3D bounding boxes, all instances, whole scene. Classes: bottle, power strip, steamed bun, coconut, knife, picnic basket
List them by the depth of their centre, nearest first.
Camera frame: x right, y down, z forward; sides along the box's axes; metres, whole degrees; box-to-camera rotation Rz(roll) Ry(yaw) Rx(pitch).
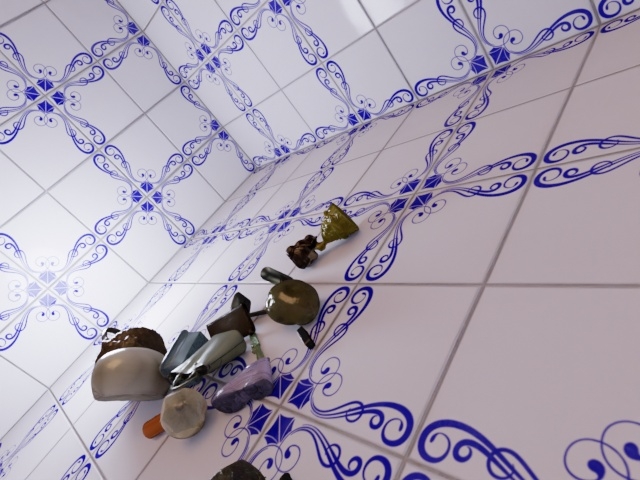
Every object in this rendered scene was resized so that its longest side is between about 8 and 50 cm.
[{"bbox_3d":[-0.467,0.590,1.470,0.161,0.161,0.162,-54,-11,-29],"label":"coconut"},{"bbox_3d":[-0.051,0.335,1.479,0.029,0.038,0.111,-43,23,-4],"label":"power strip"},{"bbox_3d":[-0.585,0.680,1.629,0.187,0.069,0.069,-32,24,14],"label":"bottle"},{"bbox_3d":[-0.243,0.418,1.641,0.043,0.020,0.293,-42,23,-1],"label":"knife"},{"bbox_3d":[-0.787,0.560,1.810,0.324,0.324,0.206,-23,60,34],"label":"steamed bun"},{"bbox_3d":[-0.931,0.540,2.085,0.337,0.293,0.337,-21,46,23],"label":"picnic basket"}]

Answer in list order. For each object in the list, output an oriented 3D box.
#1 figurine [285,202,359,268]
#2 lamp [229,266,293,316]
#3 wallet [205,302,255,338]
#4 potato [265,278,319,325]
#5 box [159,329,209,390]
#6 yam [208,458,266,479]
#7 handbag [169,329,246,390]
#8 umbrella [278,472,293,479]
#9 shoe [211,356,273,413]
[{"bbox_3d":[0.003,0.003,1.889,0.315,0.168,0.187,-46,33,10],"label":"figurine"},{"bbox_3d":[-0.270,0.228,1.809,0.283,0.203,0.125,-27,45,18],"label":"lamp"},{"bbox_3d":[-0.379,0.368,1.806,0.243,0.133,0.039,-33,-14,27],"label":"wallet"},{"bbox_3d":[-0.102,0.232,1.603,0.235,0.160,0.178,15,82,46],"label":"potato"},{"bbox_3d":[-0.551,0.494,1.800,0.130,0.162,0.227,-14,33,27],"label":"box"},{"bbox_3d":[-0.177,0.639,0.952,0.202,0.201,0.271,-43,17,-8],"label":"yam"},{"bbox_3d":[-0.446,0.453,1.625,0.241,0.109,0.315,-24,0,36],"label":"handbag"},{"bbox_3d":[-0.066,0.608,1.026,0.133,0.031,0.036,19,88,63],"label":"umbrella"},{"bbox_3d":[-0.262,0.488,1.461,0.245,0.095,0.138,-29,23,15],"label":"shoe"}]
